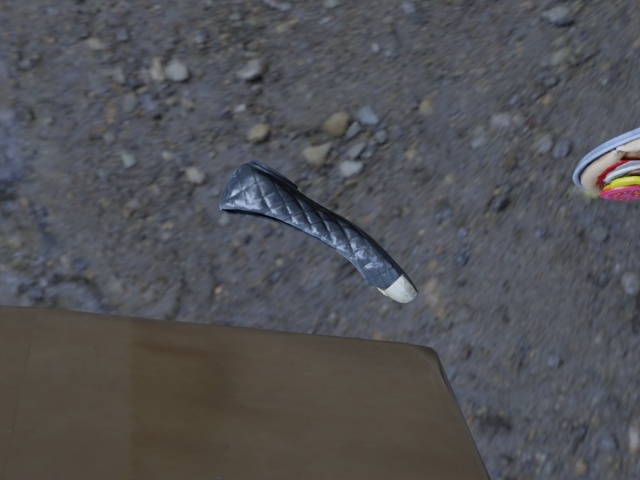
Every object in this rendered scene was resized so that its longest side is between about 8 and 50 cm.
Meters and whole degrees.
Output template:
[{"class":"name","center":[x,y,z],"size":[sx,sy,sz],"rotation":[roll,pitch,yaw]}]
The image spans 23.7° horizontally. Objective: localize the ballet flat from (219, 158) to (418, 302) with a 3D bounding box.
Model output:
[{"class":"ballet flat","center":[0.000,0.000,1.191],"size":[0.173,0.057,0.049],"rotation":[34,83,0]}]

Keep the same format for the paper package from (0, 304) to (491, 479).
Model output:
[{"class":"paper package","center":[-0.094,0.151,0.323],"size":[0.309,0.325,0.168],"rotation":[6,110,-11]}]

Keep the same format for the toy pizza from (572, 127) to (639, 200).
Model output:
[{"class":"toy pizza","center":[0.310,-0.064,1.263],"size":[0.201,0.201,0.032],"rotation":[-14,75,18]}]
